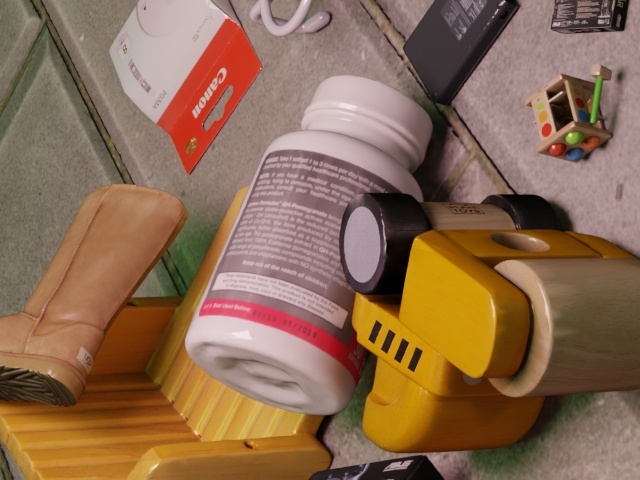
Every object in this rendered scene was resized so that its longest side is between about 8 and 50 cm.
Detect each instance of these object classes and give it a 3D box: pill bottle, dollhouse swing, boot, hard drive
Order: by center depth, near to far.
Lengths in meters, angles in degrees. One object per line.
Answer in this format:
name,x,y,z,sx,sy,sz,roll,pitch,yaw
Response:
pill bottle,0.000,0.000,1.884,0.176,0.176,0.318,-8,54,52
hard drive,0.142,-0.219,1.933,0.135,0.022,0.094,-54,43,29
dollhouse swing,-0.157,0.111,2.043,0.347,0.315,0.305,45,127,49
boot,-0.301,0.053,2.084,0.236,0.089,0.269,10,53,22

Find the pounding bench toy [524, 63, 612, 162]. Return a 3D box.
pounding bench toy,0.242,-0.118,1.745,0.083,0.052,0.065,-37,53,42

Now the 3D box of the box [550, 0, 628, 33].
box,0.258,-0.232,1.784,0.083,0.018,0.067,4,84,54

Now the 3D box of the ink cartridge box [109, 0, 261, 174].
ink cartridge box,-0.174,-0.229,2.334,0.189,0.066,0.232,-53,39,29

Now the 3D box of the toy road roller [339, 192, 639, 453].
toy road roller,0.155,0.100,1.688,0.329,0.202,0.240,34,120,57

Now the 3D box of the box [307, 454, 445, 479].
box,0.030,0.293,1.830,0.180,0.077,0.147,-17,25,51

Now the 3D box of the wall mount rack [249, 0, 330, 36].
wall mount rack,0.021,-0.395,2.067,0.304,0.130,0.350,-36,53,47
